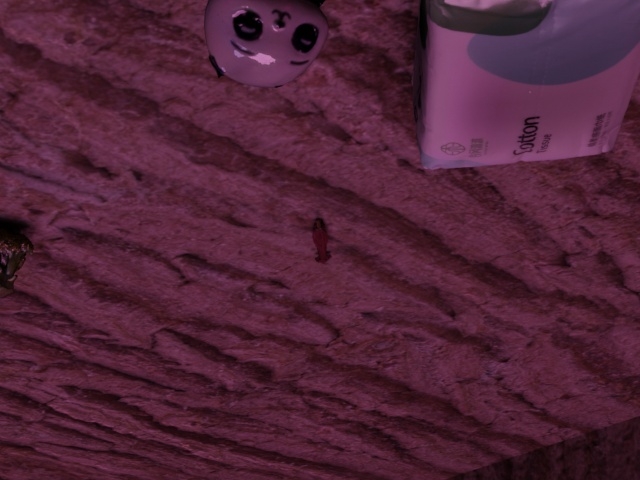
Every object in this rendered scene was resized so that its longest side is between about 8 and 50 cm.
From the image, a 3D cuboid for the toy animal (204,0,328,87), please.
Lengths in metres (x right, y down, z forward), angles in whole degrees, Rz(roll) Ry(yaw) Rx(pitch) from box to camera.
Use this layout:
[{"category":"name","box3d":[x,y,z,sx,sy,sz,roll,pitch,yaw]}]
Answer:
[{"category":"toy animal","box3d":[-0.052,-0.265,1.309,0.166,0.179,0.138,14,161,-16]}]

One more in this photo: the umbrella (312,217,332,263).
[{"category":"umbrella","box3d":[0.000,0.000,1.936,0.025,0.027,0.165,37,161,20]}]

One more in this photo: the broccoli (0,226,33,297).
[{"category":"broccoli","box3d":[-0.535,0.035,1.836,0.131,0.120,0.130,-10,156,-46]}]

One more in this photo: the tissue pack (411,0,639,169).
[{"category":"tissue pack","box3d":[0.245,-0.250,1.341,0.266,0.193,0.356,-5,151,0]}]
